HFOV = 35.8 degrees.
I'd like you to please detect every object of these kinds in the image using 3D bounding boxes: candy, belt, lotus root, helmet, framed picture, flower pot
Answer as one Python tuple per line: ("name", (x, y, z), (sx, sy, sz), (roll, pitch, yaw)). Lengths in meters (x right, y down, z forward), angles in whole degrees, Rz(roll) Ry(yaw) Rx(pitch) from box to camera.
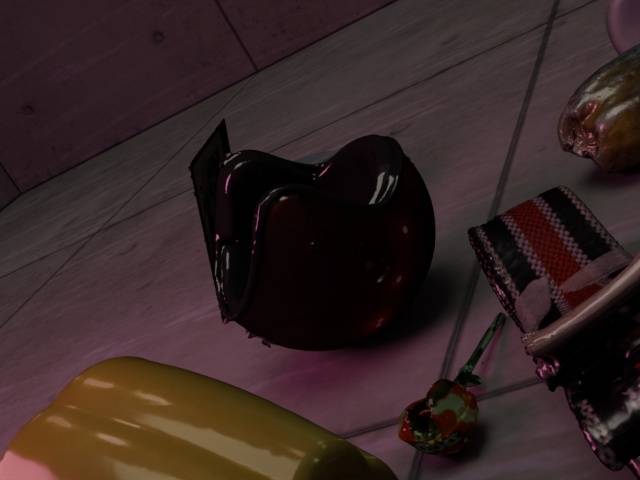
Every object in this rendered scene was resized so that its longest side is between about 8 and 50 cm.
("candy", (0.106, 0.095, 0.715), (0.055, 0.049, 0.184), (-12, 16, 31))
("belt", (0.169, 0.046, 0.616), (0.094, 0.126, 0.359), (-39, 10, 8))
("lotus root", (0.310, -0.134, 0.914), (0.192, 0.088, 0.113), (-33, 33, -10))
("helmet", (0.000, 0.000, 0.878), (0.216, 0.193, 0.189), (-43, 22, -2))
("framed picture", (-0.119, -0.029, 1.179), (0.010, 0.195, 0.199), (-6, 21, 8))
("flower pot", (-0.058, 0.170, 0.555), (0.179, 0.195, 0.195), (2, 35, 39))

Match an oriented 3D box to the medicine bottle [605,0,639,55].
("medicine bottle", (0.398, -0.276, 1.071), (0.139, 0.139, 0.225), (-18, 21, 37))

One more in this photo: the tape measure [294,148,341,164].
("tape measure", (-0.023, -0.033, 1.165), (0.181, 0.107, 0.182), (-10, 28, 34))
